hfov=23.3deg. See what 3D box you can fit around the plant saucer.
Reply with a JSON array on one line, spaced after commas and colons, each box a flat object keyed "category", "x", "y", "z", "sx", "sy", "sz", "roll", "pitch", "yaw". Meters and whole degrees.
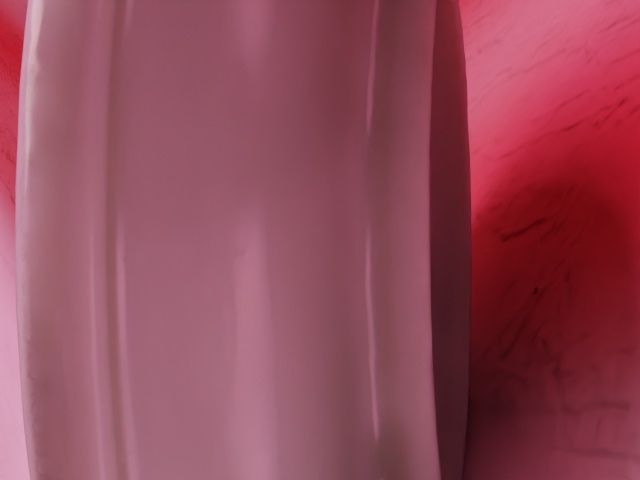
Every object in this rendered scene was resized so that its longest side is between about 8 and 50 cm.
[{"category": "plant saucer", "x": 0.000, "y": 0.000, "z": 0.572, "sx": 0.400, "sy": 0.101, "sz": 0.400, "roll": -1, "pitch": -90, "yaw": -81}]
